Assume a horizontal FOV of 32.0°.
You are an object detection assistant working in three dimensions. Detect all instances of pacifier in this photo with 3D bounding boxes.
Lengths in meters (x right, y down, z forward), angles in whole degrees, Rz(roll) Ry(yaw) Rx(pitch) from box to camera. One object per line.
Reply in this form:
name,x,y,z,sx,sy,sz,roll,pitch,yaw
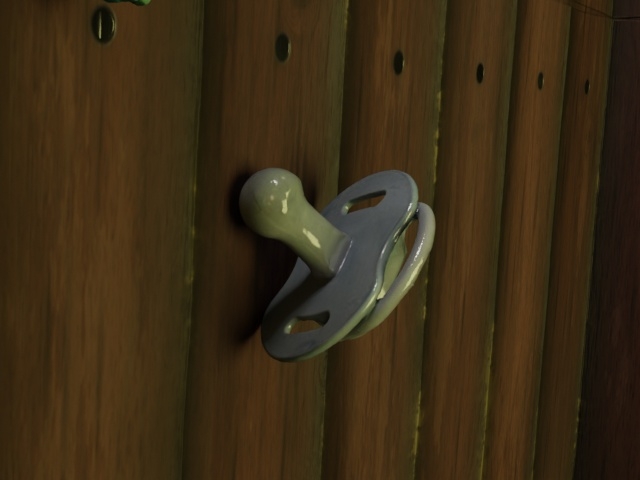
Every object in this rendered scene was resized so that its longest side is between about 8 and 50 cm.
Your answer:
pacifier,0.000,0.000,1.322,0.226,0.238,0.287,39,61,-25

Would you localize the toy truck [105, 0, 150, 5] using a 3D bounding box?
toy truck,-0.152,-0.347,0.980,0.155,0.156,0.279,57,47,-50
